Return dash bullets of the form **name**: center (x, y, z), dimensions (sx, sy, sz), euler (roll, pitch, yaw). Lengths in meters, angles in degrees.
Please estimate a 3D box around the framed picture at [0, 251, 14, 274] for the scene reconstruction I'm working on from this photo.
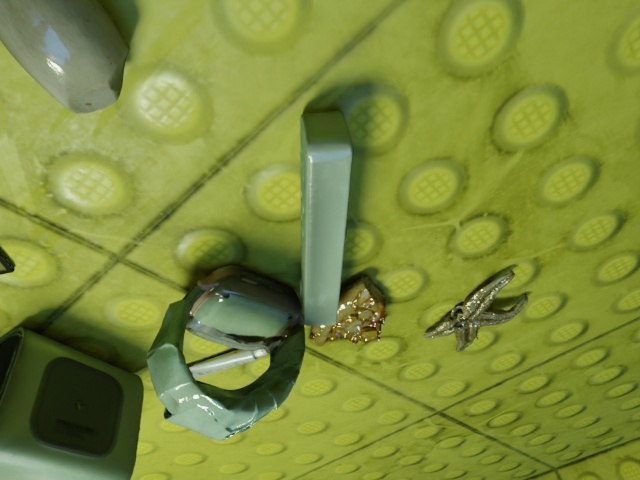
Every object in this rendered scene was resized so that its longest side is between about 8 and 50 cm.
- **framed picture**: center (-0.619, -0.014, 0.578), dimensions (0.323, 0.013, 0.244), euler (-10, 135, -3)

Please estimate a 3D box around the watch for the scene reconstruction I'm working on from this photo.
- **watch**: center (-0.134, 0.178, 0.710), dimensions (0.253, 0.241, 0.162), euler (24, 124, -31)

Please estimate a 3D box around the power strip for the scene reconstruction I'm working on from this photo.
- **power strip**: center (0.000, 0.000, 0.668), dimensions (0.062, 0.091, 0.385), euler (-3, 135, -6)

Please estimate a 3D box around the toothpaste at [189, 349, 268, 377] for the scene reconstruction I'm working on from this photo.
- **toothpaste**: center (-0.192, 0.245, 0.917), dimensions (0.190, 0.031, 0.048), euler (-20, 138, 13)

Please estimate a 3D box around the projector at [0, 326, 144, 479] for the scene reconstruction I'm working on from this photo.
- **projector**: center (-0.492, 0.332, 0.781), dimensions (0.248, 0.248, 0.249), euler (-31, 133, 18)

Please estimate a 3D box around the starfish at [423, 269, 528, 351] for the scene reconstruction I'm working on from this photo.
- **starfish**: center (0.328, 0.158, 0.926), dimensions (0.138, 0.050, 0.247), euler (19, 131, -30)

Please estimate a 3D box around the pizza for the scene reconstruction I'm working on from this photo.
- **pizza**: center (0.064, 0.154, 0.857), dimensions (0.182, 0.063, 0.161), euler (-40, 131, 24)

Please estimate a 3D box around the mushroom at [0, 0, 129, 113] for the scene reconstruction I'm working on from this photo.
- **mushroom**: center (-0.250, -0.214, 0.402), dimensions (0.096, 0.088, 0.213), euler (-23, 129, -2)
